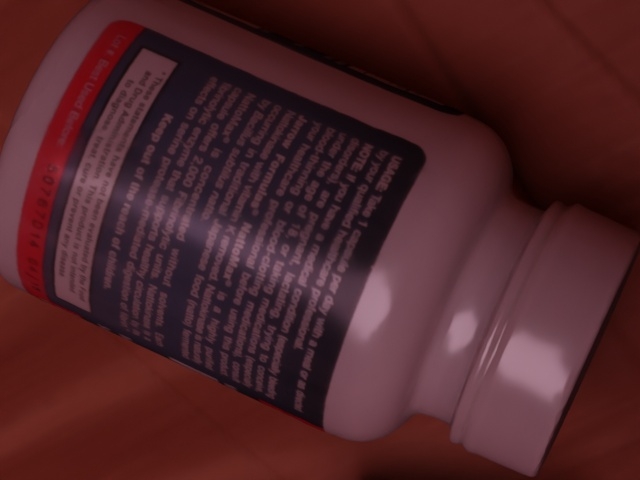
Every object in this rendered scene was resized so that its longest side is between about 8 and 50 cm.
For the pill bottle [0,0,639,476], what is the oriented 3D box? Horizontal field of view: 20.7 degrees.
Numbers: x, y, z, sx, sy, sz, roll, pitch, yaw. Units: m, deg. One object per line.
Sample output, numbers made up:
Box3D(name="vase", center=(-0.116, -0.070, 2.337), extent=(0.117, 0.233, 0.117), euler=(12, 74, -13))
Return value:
Box3D(name="pill bottle", center=(0.000, 0.000, 0.542), extent=(0.180, 0.108, 0.108), euler=(24, 117, 11))
